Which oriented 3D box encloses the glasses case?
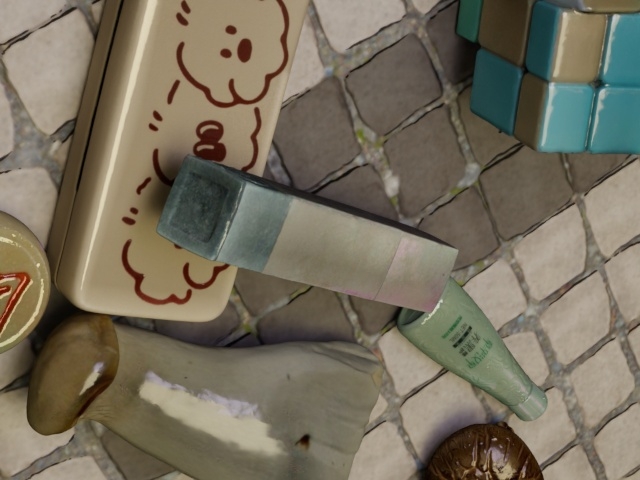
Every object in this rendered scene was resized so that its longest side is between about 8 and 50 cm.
[{"bbox_3d":[-0.109,-0.105,1.284,0.144,0.076,0.336,6,106,-30],"label":"glasses case"}]

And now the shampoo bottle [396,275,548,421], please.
[{"bbox_3d":[0.148,0.108,1.533,0.069,0.041,0.191,-52,125,-8],"label":"shampoo bottle"}]

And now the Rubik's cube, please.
[{"bbox_3d":[0.247,-0.191,1.362,0.265,0.224,0.213,-1,109,-23],"label":"Rubik's cube"}]

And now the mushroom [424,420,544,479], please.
[{"bbox_3d":[0.159,0.229,1.561,0.109,0.085,0.126,-42,118,-7],"label":"mushroom"}]

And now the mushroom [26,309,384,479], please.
[{"bbox_3d":[-0.096,0.131,1.379,0.329,0.122,0.159,21,62,-34],"label":"mushroom"}]

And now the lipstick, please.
[{"bbox_3d":[0.000,0.000,1.327,0.317,0.066,0.068,15,98,-54],"label":"lipstick"}]

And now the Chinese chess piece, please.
[{"bbox_3d":[-0.269,0.033,1.267,0.122,0.051,0.122,-11,114,-24],"label":"Chinese chess piece"}]
